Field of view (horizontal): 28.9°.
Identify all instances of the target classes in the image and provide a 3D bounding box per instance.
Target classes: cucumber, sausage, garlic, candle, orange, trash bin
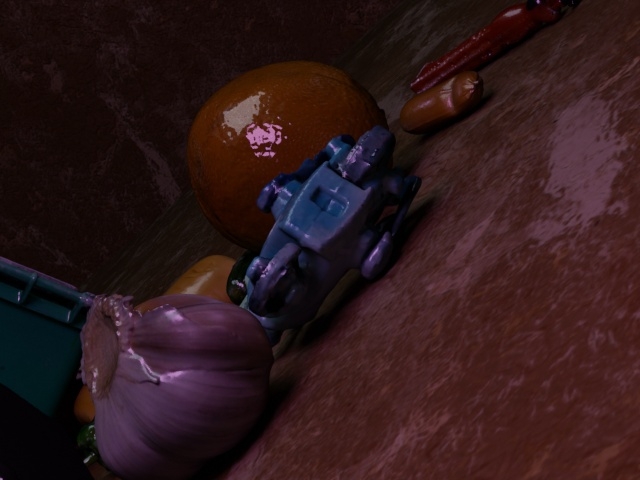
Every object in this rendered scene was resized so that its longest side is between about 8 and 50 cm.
[{"bbox_3d":[-0.068,0.023,1.666,0.069,0.069,0.227,-37,10,32],"label":"cucumber"},{"bbox_3d":[0.161,-0.179,1.626,0.183,0.054,0.062,-24,55,55],"label":"sausage"},{"bbox_3d":[-0.154,0.127,1.249,0.207,0.207,0.256,-44,4,0],"label":"garlic"},{"bbox_3d":[0.231,-0.275,1.736,0.048,0.051,0.329,-48,11,-36],"label":"candle"},{"bbox_3d":[-0.036,-0.108,1.568,0.264,0.264,0.264,-42,11,10],"label":"orange"},{"bbox_3d":[-0.458,0.219,1.629,0.295,0.259,0.381,-32,40,58],"label":"trash bin"}]

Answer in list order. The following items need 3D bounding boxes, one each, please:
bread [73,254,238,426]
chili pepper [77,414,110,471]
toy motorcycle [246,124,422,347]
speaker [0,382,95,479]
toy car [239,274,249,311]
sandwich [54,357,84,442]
[{"bbox_3d":[-0.212,0.139,1.686,0.305,0.091,0.142,-48,17,-20],"label":"bread"},{"bbox_3d":[-0.215,0.195,1.536,0.100,0.074,0.257,-18,22,50],"label":"chili pepper"},{"bbox_3d":[0.000,0.000,1.337,0.260,0.154,0.206,-53,-10,-23],"label":"toy motorcycle"},{"bbox_3d":[-0.323,0.250,1.129,0.184,0.232,0.254,-44,42,-3],"label":"speaker"},{"bbox_3d":[-0.073,0.076,1.505,0.073,0.054,0.143,-33,16,35],"label":"toy car"},{"bbox_3d":[-0.356,0.225,1.874,0.258,0.096,0.094,-43,5,-7],"label":"sandwich"}]
